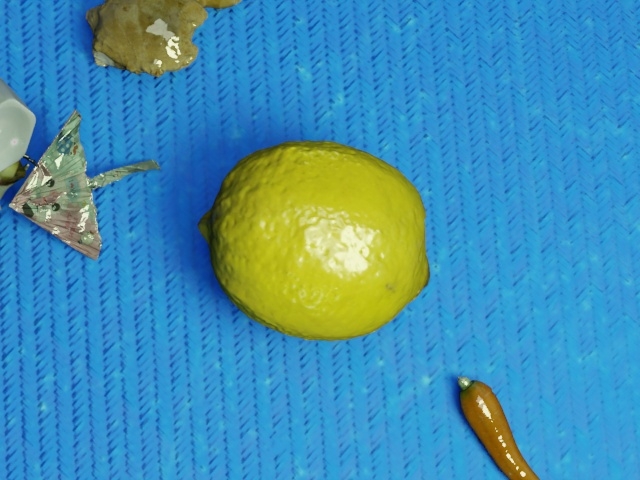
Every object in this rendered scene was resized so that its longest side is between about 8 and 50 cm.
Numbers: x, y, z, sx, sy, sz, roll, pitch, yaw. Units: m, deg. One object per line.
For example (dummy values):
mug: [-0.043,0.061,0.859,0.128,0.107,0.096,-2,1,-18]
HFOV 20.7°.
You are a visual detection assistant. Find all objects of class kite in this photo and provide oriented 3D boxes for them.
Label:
kite: [-0.208,-0.048,1.554,0.156,0.011,0.139,-20,112,-33]

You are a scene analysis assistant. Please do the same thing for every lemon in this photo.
lemon: [-0.002,-0.001,1.526,0.193,0.180,0.181,28,75,16]

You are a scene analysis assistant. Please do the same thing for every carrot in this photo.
carrot: [0.164,0.181,1.591,0.035,0.035,0.142,-33,94,-14]

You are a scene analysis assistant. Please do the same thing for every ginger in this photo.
ginger: [-0.130,-0.200,1.592,0.165,0.067,0.096,-25,63,-13]

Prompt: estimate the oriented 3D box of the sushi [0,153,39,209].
sushi: [-0.377,-0.011,1.497,0.291,0.139,0.131,-44,109,-14]

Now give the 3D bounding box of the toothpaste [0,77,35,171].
toothpaste: [-0.379,-0.176,1.486,0.125,0.080,0.371,-43,57,-13]
